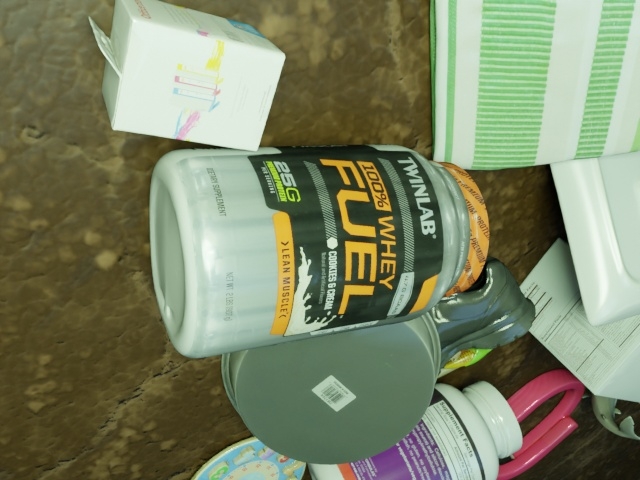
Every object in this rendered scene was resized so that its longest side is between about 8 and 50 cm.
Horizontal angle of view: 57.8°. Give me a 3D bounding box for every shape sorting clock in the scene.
[{"bbox_3d":[-0.115,0.383,0.905,0.206,0.040,0.206,-15,129,-19],"label":"shape sorting clock"}]

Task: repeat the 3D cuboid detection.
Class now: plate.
[{"bbox_3d":[0.443,-0.045,0.784,0.277,0.045,0.278,-8,82,-24],"label":"plate"}]

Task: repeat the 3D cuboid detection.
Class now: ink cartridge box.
[{"bbox_3d":[-0.120,-0.143,0.490,0.143,0.092,0.090,4,121,-29],"label":"ink cartridge box"}]

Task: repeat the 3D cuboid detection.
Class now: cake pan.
[{"bbox_3d":[0.017,0.177,0.750,0.292,0.054,0.294,-2,115,-4],"label":"cake pan"}]

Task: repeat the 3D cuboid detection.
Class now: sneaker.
[{"bbox_3d":[0.155,0.119,0.834,0.286,0.109,0.130,-31,109,3],"label":"sneaker"}]

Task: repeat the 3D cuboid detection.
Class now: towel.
[{"bbox_3d":[0.284,-0.197,0.644,0.324,0.038,0.248,-8,128,0],"label":"towel"}]

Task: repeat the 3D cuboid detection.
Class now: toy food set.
[{"bbox_3d":[0.232,0.153,0.930,0.132,0.038,0.192,-25,131,-11],"label":"toy food set"}]

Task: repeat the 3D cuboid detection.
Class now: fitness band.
[{"bbox_3d":[0.426,0.383,1.197,0.291,0.054,0.209,-45,129,6],"label":"fitness band"}]

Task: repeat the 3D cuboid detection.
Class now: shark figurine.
[{"bbox_3d":[0.572,0.302,1.164,0.166,0.278,0.116,-34,97,36],"label":"shark figurine"}]

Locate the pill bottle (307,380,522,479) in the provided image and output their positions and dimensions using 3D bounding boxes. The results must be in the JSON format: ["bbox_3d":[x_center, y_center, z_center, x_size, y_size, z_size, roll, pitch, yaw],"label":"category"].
[{"bbox_3d":[0.152,0.349,0.932,0.322,0.181,0.182,-22,130,-14],"label":"pill bottle"}]

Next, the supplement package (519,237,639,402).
[{"bbox_3d":[0.452,0.129,0.923,0.194,0.203,0.149,18,113,-37],"label":"supplement package"}]

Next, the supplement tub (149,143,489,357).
[{"bbox_3d":[0.000,0.000,0.590,0.315,0.194,0.194,-7,125,-26],"label":"supplement tub"}]
